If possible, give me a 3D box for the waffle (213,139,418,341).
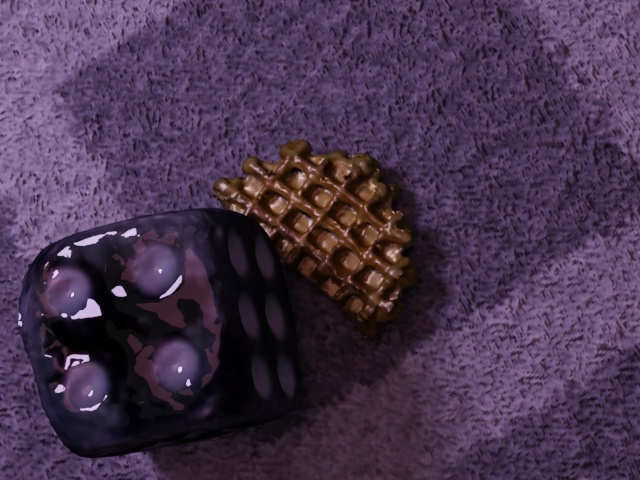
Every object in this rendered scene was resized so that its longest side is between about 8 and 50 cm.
[{"bbox_3d":[0.000,0.000,1.551,0.161,0.046,0.192,-18,71,7],"label":"waffle"}]

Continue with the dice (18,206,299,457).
[{"bbox_3d":[-0.129,0.077,1.477,0.183,0.181,0.182,-15,83,15],"label":"dice"}]
